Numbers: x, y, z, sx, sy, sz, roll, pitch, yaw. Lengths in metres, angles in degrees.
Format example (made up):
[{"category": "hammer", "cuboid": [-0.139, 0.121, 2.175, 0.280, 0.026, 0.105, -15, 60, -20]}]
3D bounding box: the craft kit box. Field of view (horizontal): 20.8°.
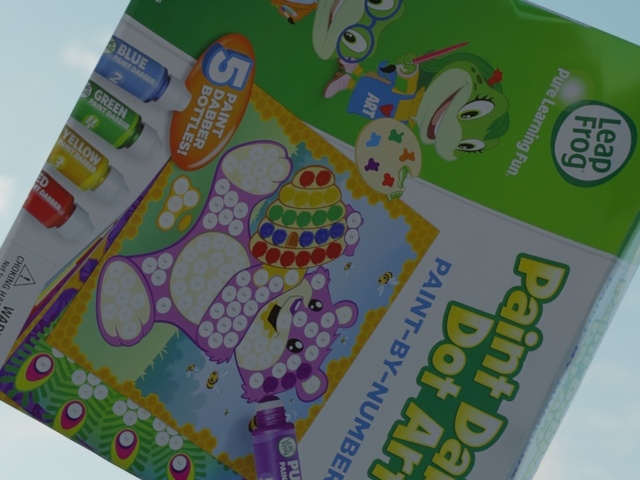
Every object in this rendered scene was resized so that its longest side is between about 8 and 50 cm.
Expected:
[{"category": "craft kit box", "cuboid": [0.000, 0.000, 0.731, 0.247, 0.249, 0.061, 25, -4, 18]}]
